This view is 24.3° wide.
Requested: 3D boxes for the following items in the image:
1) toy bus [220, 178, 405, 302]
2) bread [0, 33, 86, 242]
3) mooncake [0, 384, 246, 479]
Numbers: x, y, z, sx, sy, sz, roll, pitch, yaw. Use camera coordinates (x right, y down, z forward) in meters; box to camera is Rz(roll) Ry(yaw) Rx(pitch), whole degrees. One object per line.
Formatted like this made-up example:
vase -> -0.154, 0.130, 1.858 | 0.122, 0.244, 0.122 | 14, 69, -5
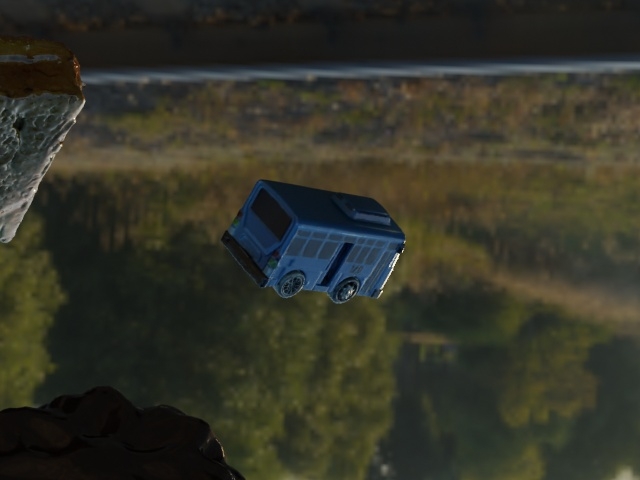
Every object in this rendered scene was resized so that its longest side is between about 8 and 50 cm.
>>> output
toy bus -> 0.000, 0.000, 1.575 | 0.185, 0.106, 0.090 | 7, -150, -46
bread -> -0.390, -0.082, 1.649 | 0.185, 0.109, 0.380 | -4, 148, -36
mooncake -> -0.203, 0.250, 1.336 | 0.283, 0.141, 0.283 | 5, -151, -3
